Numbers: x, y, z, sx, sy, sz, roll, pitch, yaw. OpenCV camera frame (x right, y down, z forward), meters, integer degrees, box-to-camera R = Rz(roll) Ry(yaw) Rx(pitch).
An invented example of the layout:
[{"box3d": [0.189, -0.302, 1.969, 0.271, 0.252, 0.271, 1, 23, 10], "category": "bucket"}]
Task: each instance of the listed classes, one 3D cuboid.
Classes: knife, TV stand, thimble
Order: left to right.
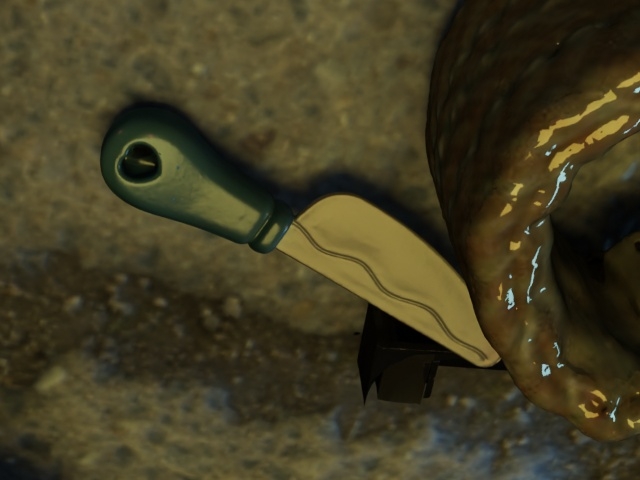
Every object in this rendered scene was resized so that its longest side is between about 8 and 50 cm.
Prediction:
[{"box3d": [0.001, -0.002, 0.805, 0.244, 0.032, 0.058, 26, 107, -15], "category": "knife"}, {"box3d": [0.151, 0.073, 0.888, 0.256, 0.040, 0.049, 5, 127, -9], "category": "TV stand"}, {"box3d": [0.150, -0.025, 0.747, 0.196, 0.148, 0.229, 8, 124, -11], "category": "thimble"}]
